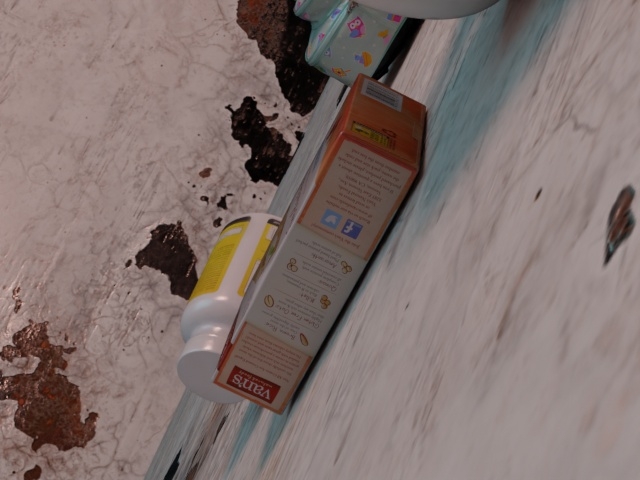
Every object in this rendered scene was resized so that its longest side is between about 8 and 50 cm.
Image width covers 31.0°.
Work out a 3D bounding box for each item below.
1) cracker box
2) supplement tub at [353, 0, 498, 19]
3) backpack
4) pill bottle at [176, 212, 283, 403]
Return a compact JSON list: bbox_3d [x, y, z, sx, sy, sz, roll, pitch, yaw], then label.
[{"bbox_3d":[0.000,0.000,0.904,0.232,0.067,0.155,-62,5,24],"label":"cracker box"},{"bbox_3d":[0.087,-0.319,0.691,0.316,0.228,0.228,-60,7,40],"label":"supplement tub"},{"bbox_3d":[0.047,-0.276,1.351,0.166,0.144,0.188,-107,40,-74],"label":"backpack"},{"bbox_3d":[-0.075,0.066,1.125,0.103,0.103,0.184,-59,7,45],"label":"pill bottle"}]
